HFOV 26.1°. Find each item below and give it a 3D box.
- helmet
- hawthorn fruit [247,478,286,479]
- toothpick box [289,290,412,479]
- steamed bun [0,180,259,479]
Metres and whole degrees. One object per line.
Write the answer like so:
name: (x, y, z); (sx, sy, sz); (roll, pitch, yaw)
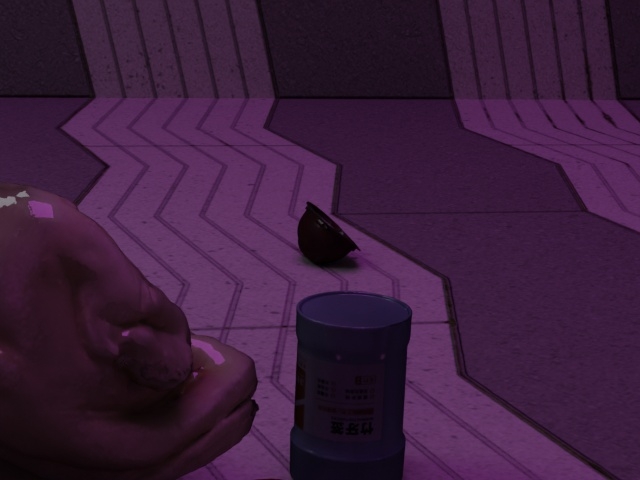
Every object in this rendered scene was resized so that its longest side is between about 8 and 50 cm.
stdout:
helmet: (0.000, 0.000, 1.818); (0.089, 0.057, 0.111); (42, 4, -26)
hawthorn fruit: (-0.033, 0.228, 0.832); (0.188, 0.169, 0.169); (-6, 17, -37)
toothpick box: (0.025, 0.130, 1.181); (0.101, 0.153, 0.101); (2, 15, 0)
steamed bun: (-0.237, 0.117, 1.050); (0.346, 0.237, 0.394); (30, -16, 3)
